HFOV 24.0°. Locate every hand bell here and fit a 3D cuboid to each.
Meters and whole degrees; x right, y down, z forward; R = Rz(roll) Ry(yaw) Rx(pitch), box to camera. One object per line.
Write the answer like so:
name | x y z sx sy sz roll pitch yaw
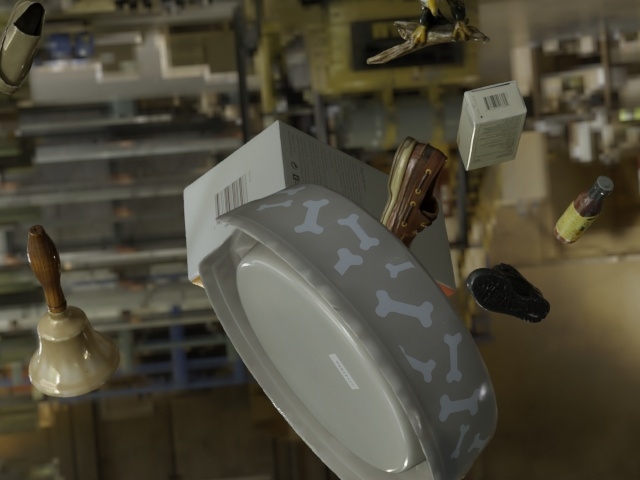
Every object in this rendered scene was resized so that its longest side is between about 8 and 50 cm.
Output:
hand bell | -0.348 0.078 1.967 0.126 0.242 0.126 -5 -139 4

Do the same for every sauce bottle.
sauce bottle | 0.372 -0.044 2.116 0.042 0.042 0.128 -5 151 -23

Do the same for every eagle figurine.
eagle figurine | 0.150 -0.410 2.189 0.226 0.298 0.225 -34 -144 -15

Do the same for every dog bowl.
dog bowl | 0.027 0.098 1.411 0.102 0.348 0.349 -37 -166 -20

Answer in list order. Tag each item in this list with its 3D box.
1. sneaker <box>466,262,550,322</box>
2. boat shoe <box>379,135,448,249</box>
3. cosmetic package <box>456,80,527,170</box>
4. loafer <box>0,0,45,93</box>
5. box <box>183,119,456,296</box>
sneaker | 0.238 0.061 1.965 0.170 0.051 0.089 24 -164 -35
boat shoe | 0.106 -0.033 1.757 0.060 0.178 0.064 18 -150 14
cosmetic package | 0.182 -0.122 1.613 0.060 0.041 0.115 -13 158 -7
loafer | -0.425 -0.279 2.120 0.056 0.148 0.050 18 165 -26
box | 0.000 0.000 2.209 0.345 0.168 0.215 24 136 -38
